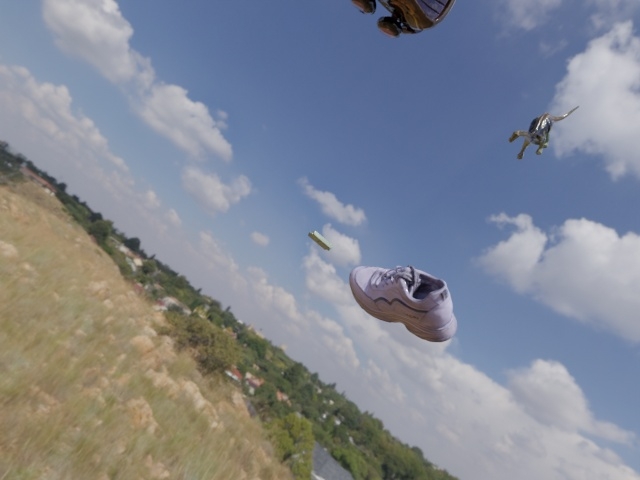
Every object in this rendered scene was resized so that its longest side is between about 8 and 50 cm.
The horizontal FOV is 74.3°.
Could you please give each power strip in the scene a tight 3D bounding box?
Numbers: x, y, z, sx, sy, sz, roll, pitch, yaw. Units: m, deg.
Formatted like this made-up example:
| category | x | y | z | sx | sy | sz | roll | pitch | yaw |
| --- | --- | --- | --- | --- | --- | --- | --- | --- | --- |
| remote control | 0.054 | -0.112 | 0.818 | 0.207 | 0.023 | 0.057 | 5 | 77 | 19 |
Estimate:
| category | x | y | z | sx | sy | sz | roll | pitch | yaw |
| --- | --- | --- | --- | --- | --- | --- | --- | --- | --- |
| power strip | 0.000 | 0.000 | 1.345 | 0.090 | 0.016 | 0.040 | 40 | -25 | -23 |

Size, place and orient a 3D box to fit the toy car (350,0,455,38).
| category | x | y | z | sx | sy | sz | roll | pitch | yaw |
| --- | --- | --- | --- | --- | --- | --- | --- | --- | --- |
| toy car | 0.239 | -0.686 | 1.070 | 0.340 | 0.271 | 0.240 | 20 | 12 | -37 |

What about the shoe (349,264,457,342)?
| category | x | y | z | sx | sy | sz | roll | pitch | yaw |
| --- | --- | --- | --- | --- | --- | --- | --- | --- | --- |
| shoe | 0.153 | 0.096 | 0.832 | 0.245 | 0.095 | 0.138 | 26 | -38 | 34 |

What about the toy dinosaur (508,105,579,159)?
| category | x | y | z | sx | sy | sz | roll | pitch | yaw |
| --- | --- | --- | --- | --- | --- | --- | --- | --- | --- |
| toy dinosaur | 0.319 | -0.155 | 0.614 | 0.037 | 0.180 | 0.058 | 35 | -41 | 25 |
